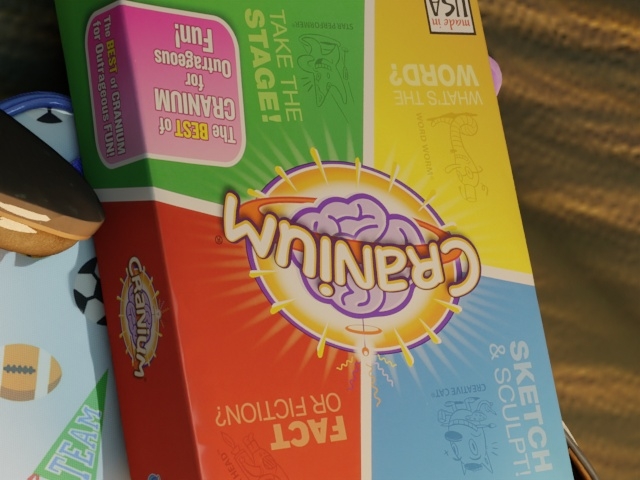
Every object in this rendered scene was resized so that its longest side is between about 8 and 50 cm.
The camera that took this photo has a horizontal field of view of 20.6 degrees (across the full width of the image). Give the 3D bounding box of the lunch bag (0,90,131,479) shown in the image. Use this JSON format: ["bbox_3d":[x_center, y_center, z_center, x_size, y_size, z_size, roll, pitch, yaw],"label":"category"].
[{"bbox_3d":[-0.196,0.078,0.898,0.303,0.115,0.243,-39,103,-22],"label":"lunch bag"}]

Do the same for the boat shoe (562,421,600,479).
[{"bbox_3d":[0.103,0.098,1.055,0.084,0.079,0.233,-34,101,-20],"label":"boat shoe"}]

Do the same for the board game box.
[{"bbox_3d":[0.000,0.000,0.922,0.242,0.064,0.317,-4,79,-38],"label":"board game box"}]

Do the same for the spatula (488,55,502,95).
[{"bbox_3d":[-0.015,-0.132,1.028,0.296,0.030,0.084,27,78,-22],"label":"spatula"}]

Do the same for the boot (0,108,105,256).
[{"bbox_3d":[-0.249,-0.035,0.800,0.305,0.112,0.115,18,109,-26],"label":"boot"}]
